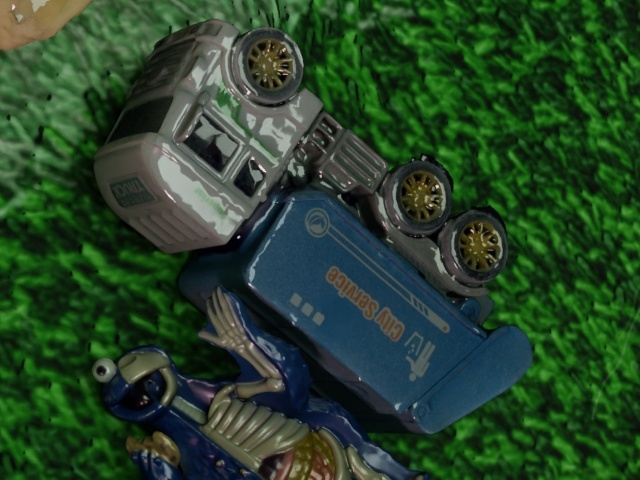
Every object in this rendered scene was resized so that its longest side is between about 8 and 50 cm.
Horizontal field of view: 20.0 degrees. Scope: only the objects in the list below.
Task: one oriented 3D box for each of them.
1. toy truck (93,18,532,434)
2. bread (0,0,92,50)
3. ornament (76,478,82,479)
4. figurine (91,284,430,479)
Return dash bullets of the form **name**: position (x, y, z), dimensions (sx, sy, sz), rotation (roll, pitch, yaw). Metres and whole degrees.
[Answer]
- **toy truck**: position (0.000, 0.000, 1.377), dimensions (0.367, 0.146, 0.175), rotation (41, 66, -19)
- **bread**: position (-0.219, -0.359, 1.231), dimensions (0.371, 0.279, 0.390), rotation (52, 59, -15)
- **ornament**: position (-0.195, 0.205, 1.269), dimensions (0.068, 0.041, 0.092), rotation (26, 84, -17)
- **figurine**: position (-0.049, 0.154, 1.340), dimensions (0.262, 0.121, 0.164), rotation (44, 96, -8)
